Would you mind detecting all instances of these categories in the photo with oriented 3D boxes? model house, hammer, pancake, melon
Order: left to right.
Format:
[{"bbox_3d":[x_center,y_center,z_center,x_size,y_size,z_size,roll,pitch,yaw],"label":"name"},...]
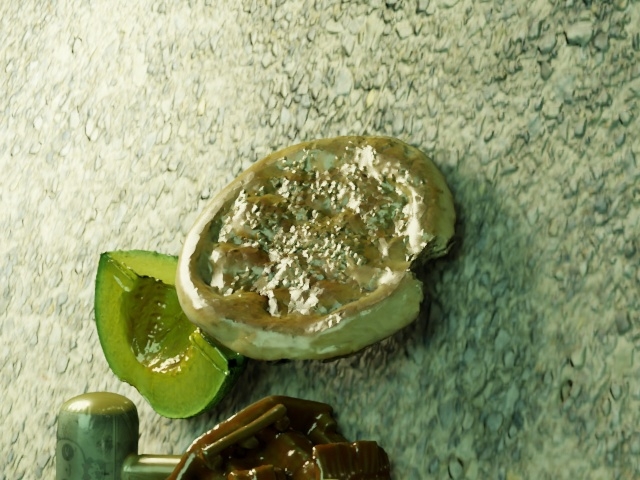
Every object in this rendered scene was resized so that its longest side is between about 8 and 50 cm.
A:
[{"bbox_3d":[-0.208,0.306,1.899,0.306,0.113,0.201,1,93,20],"label":"hammer"},{"bbox_3d":[-0.192,0.135,1.965,0.265,0.129,0.169,38,125,25],"label":"melon"},{"bbox_3d":[-0.037,0.316,1.724,0.229,0.199,0.219,33,101,44],"label":"model house"},{"bbox_3d":[0.000,0.001,1.865,0.382,0.071,0.382,-12,49,14],"label":"pancake"}]

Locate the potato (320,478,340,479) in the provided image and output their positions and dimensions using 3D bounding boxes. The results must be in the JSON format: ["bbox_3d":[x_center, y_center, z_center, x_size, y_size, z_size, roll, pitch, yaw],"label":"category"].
[{"bbox_3d":[0.026,0.362,1.533,0.169,0.143,0.248,-55,42,24],"label":"potato"}]
